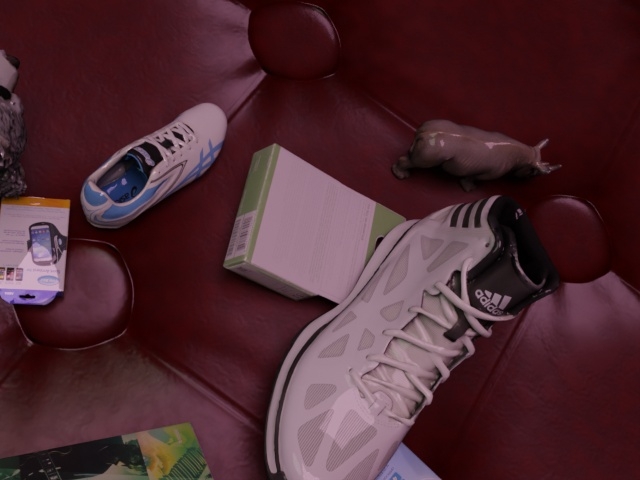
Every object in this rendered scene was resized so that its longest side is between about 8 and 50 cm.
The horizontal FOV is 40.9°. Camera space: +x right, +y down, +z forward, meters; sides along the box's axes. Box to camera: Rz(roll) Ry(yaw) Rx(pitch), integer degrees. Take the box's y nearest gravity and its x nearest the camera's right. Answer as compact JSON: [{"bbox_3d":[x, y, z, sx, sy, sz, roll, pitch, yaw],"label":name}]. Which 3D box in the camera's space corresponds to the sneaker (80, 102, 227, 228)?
[{"bbox_3d":[-0.203,-0.104,1.093,0.085,0.086,0.237,43,62,5],"label":"sneaker"}]

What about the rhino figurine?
[{"bbox_3d":[0.232,-0.117,1.216,0.243,0.106,0.073,7,67,-13],"label":"rhino figurine"}]

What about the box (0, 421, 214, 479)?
[{"bbox_3d":[-0.257,0.291,0.849,0.322,0.232,0.058,-6,114,-20],"label":"box"}]

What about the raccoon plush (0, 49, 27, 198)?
[{"bbox_3d":[-0.544,-0.091,0.965,0.446,0.216,0.299,-40,90,3],"label":"raccoon plush"}]

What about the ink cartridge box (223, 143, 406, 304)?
[{"bbox_3d":[0.000,0.000,1.130,0.235,0.056,0.171,28,61,-31],"label":"ink cartridge box"}]

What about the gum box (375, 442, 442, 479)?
[{"bbox_3d":[0.109,0.360,1.018,0.184,0.041,0.157,42,63,4],"label":"gum box"}]

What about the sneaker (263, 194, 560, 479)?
[{"bbox_3d":[0.109,0.101,0.974,0.169,0.257,0.447,40,56,-11],"label":"sneaker"}]

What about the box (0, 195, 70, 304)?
[{"bbox_3d":[-0.347,0.014,1.034,0.081,0.028,0.136,4,70,-15],"label":"box"}]
